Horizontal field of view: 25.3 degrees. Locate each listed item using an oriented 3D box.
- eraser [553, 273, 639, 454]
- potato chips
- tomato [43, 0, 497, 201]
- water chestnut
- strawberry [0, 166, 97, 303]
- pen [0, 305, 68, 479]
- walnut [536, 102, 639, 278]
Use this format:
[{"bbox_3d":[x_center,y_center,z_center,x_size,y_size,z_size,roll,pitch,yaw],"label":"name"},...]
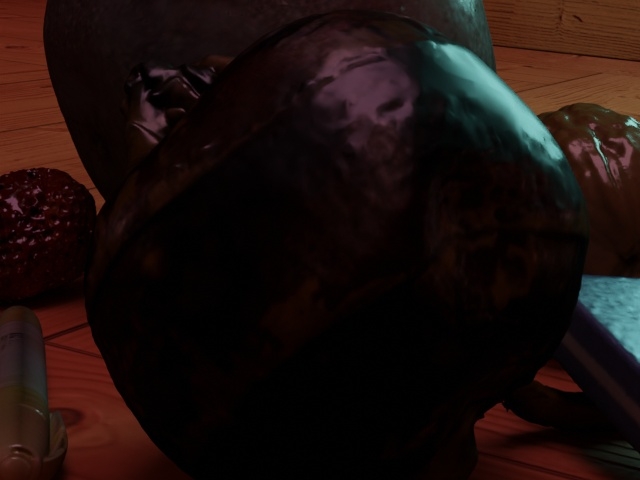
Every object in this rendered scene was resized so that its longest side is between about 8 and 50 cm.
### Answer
[{"bbox_3d":[0.176,0.073,0.680,0.082,0.036,0.225,5,25,-24],"label":"eraser"},{"bbox_3d":[0.178,0.083,0.753,0.204,0.037,0.026,3,22,-25],"label":"potato chips"},{"bbox_3d":[-0.031,-0.123,0.962,0.282,0.317,0.316,-30,29,-28],"label":"tomato"},{"bbox_3d":[0.000,0.000,0.640,0.223,0.224,0.238,-11,50,-47],"label":"water chestnut"},{"bbox_3d":[-0.188,0.000,0.920,0.083,0.083,0.096,5,46,6],"label":"strawberry"},{"bbox_3d":[-0.147,0.073,0.713,0.040,0.032,0.233,24,8,-15],"label":"pen"},{"bbox_3d":[0.169,-0.009,0.890,0.155,0.155,0.184,3,14,0],"label":"walnut"}]
